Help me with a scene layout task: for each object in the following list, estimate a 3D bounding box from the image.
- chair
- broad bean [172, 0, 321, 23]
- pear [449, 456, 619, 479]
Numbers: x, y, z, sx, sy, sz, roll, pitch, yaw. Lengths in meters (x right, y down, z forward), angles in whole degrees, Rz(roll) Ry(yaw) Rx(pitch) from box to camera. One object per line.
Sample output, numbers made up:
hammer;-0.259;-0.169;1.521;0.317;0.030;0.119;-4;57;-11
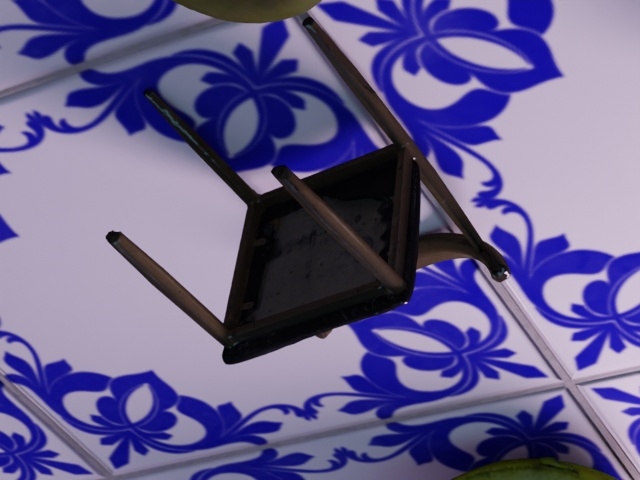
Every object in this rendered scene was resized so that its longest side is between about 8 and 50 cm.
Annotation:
chair;0.000;0.000;1.325;0.188;0.166;0.272;-21;132;31
broad bean;-0.096;-0.244;1.107;0.263;0.121;0.189;40;139;-12
pear;0.225;0.359;1.687;0.342;0.238;0.318;-17;147;21
